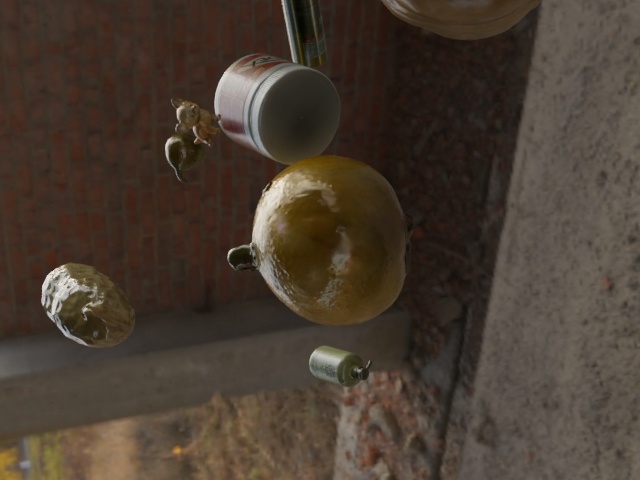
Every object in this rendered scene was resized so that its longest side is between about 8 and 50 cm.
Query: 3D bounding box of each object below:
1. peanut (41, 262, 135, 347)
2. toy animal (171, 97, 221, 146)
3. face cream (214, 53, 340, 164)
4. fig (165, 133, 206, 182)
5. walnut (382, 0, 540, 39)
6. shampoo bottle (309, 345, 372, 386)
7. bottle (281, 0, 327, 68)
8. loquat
[{"bbox_3d":[-0.387,0.110,1.528,0.298,0.136,0.120,15,92,65],"label":"peanut"},{"bbox_3d":[-0.201,-0.185,1.430,0.081,0.083,0.060,-26,57,48],"label":"toy animal"},{"bbox_3d":[-0.091,-0.272,1.874,0.187,0.201,0.201,29,124,49],"label":"face cream"},{"bbox_3d":[-0.294,-0.180,1.950,0.084,0.082,0.098,44,-120,-65],"label":"fig"},{"bbox_3d":[0.157,-0.414,1.059,0.344,0.306,0.306,52,148,16],"label":"walnut"},{"bbox_3d":[0.050,0.289,2.067,0.162,0.079,0.079,8,105,52],"label":"shampoo bottle"},{"bbox_3d":[-0.041,-0.506,1.950,0.286,0.082,0.082,80,166,-45],"label":"bottle"},{"bbox_3d":[0.000,0.000,1.717,0.328,0.360,0.328,-10,-90,-83],"label":"loquat"}]
